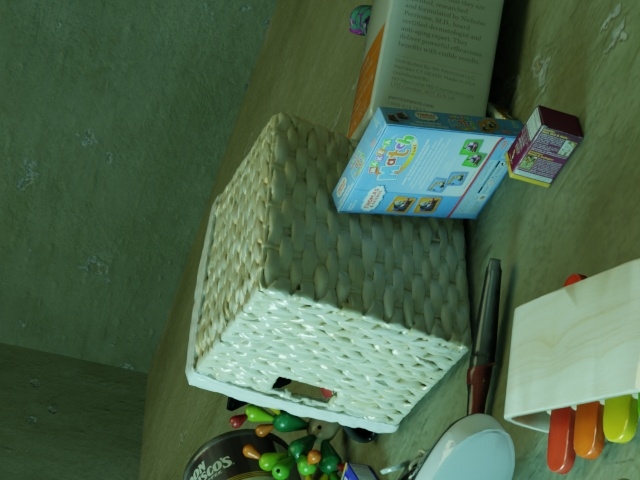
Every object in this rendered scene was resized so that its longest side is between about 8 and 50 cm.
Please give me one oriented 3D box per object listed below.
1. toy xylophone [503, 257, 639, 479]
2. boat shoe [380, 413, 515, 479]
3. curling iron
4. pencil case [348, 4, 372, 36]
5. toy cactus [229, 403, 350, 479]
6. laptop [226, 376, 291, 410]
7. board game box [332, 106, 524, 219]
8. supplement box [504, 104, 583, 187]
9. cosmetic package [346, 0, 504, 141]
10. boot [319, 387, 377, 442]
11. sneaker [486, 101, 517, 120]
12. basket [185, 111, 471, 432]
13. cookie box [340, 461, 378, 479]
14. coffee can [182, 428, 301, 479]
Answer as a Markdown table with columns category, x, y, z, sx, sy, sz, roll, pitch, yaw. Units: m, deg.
| category | x | y | z | sx | sy | sz | roll | pitch | yaw |
| --- | --- | --- | --- | --- | --- | --- | --- | --- | --- |
| toy xylophone | 0.256 | 0.131 | 0.943 | 0.323 | 0.081 | 0.236 | 158 | 125 | -72 |
| boat shoe | 0.129 | 0.282 | 1.144 | 0.105 | 0.113 | 0.306 | -118 | 24 | -44 |
| curling iron | 0.199 | 0.155 | 1.223 | 0.068 | 0.035 | 0.273 | 152 | 130 | -65 |
| pencil case | 0.102 | -0.438 | 2.077 | 0.070 | 0.064 | 0.151 | -48 | 19 | 6 |
| toy cactus | -0.022 | 0.318 | 1.661 | 0.180 | 0.219 | 0.112 | -35 | -32 | -46 |
| laptop | -0.095 | 0.117 | 1.714 | 0.264 | 0.137 | 0.234 | -117 | 35 | -59 |
| board game box | 0.141 | -0.095 | 1.322 | 0.160 | 0.212 | 0.039 | -61 | 37 | 43 |
| supplement box | 0.261 | -0.110 | 1.205 | 0.043 | 0.055 | 0.083 | -91 | 22 | -45 |
| cosmetic package | 0.165 | -0.339 | 1.505 | 0.230 | 0.162 | 0.453 | 125 | 157 | -75 |
| boot | 0.022 | 0.186 | 1.575 | 0.244 | 0.088 | 0.176 | 66 | 175 | -18 |
| sneaker | 0.237 | -0.160 | 1.383 | 0.083 | 0.032 | 0.037 | -105 | 32 | -63 |
| basket | 0.017 | 0.046 | 1.444 | 0.266 | 0.328 | 0.331 | 127 | 154 | -47 |
| cookie box | 0.055 | 0.390 | 1.516 | 0.107 | 0.040 | 0.091 | -143 | 67 | -75 |
| coffee can | -0.106 | 0.469 | 1.673 | 0.275 | 0.202 | 0.201 | -120 | 45 | -60 |
